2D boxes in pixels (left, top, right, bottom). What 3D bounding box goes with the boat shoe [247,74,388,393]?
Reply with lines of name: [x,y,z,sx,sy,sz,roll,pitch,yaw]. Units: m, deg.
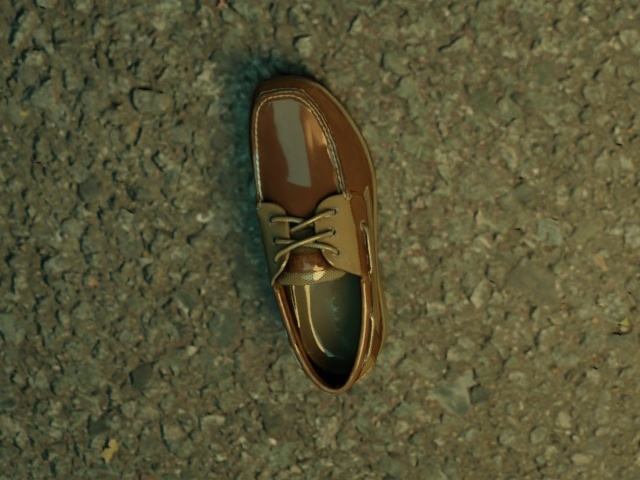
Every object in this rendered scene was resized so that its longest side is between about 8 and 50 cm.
boat shoe: [0.000,0.000,1.727,0.123,0.116,0.324,-11,112,12]
